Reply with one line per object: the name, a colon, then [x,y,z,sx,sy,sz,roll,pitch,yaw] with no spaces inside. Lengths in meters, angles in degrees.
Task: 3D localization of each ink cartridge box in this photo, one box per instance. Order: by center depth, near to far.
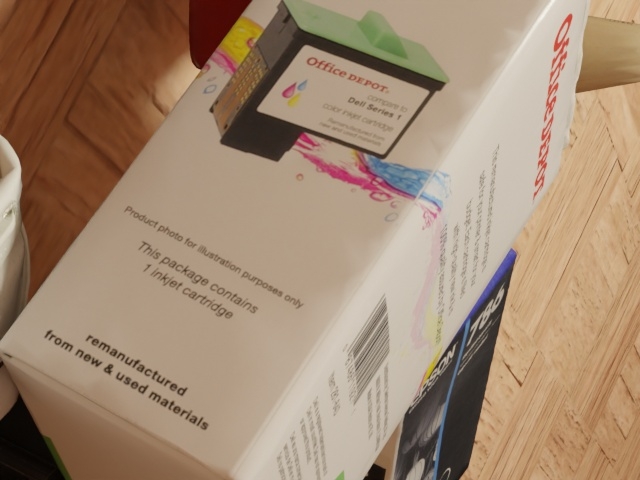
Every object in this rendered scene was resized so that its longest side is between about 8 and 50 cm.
ink cartridge box: [0.000,0.000,0.813,0.278,0.117,0.201,-56,164,-20]
ink cartridge box: [0.069,0.110,1.365,0.165,0.065,0.332,-48,155,-37]

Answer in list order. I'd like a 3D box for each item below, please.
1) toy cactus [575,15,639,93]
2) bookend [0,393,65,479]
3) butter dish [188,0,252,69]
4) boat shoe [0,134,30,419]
toy cactus: [0.111,-0.123,1.134,0.219,0.180,0.112,19,73,-73]
bookend: [-0.105,0.076,0.943,0.156,0.072,0.157,-58,157,-21]
butter dish: [-0.002,-0.177,0.898,0.160,0.118,0.160,-17,154,-13]
boat shoe: [-0.203,0.037,0.599,0.367,0.136,0.156,-37,143,-57]
